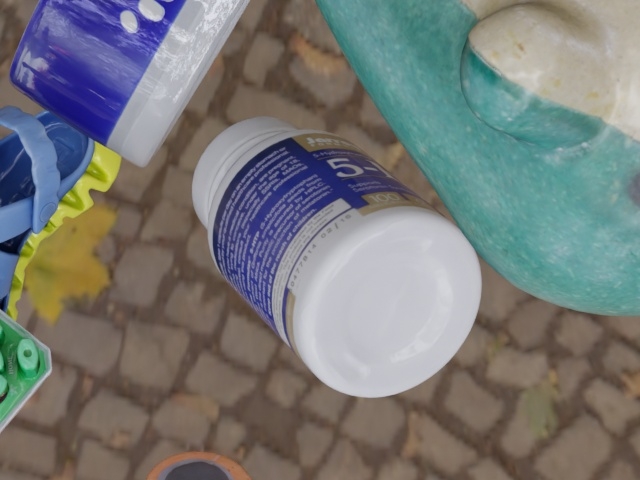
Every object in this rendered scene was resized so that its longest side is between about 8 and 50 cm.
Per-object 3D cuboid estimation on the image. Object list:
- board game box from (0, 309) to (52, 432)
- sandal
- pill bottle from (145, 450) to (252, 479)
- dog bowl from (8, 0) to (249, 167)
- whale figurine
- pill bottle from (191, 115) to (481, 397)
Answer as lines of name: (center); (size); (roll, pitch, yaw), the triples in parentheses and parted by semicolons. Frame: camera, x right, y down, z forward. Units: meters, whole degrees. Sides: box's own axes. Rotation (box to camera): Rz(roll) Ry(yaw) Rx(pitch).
board game box: (-0.493, 0.124, 1.609); (0.390, 0.050, 0.390); (38, 75, 4)
sandal: (-0.314, -0.004, 1.739); (0.126, 0.138, 0.317); (26, 82, 22)
pill bottle: (-0.104, 0.288, 1.561); (0.130, 0.130, 0.245); (4, 127, -3)
dog bowl: (-0.088, -0.183, 1.225); (0.104, 0.265, 0.265); (31, 105, -5)
whale figurine: (0.064, -0.072, 0.725); (0.272, 0.216, 0.141); (29, 112, -5)
pill bottle: (0.000, 0.000, 1.093); (0.112, 0.187, 0.112); (-13, 120, -23)
